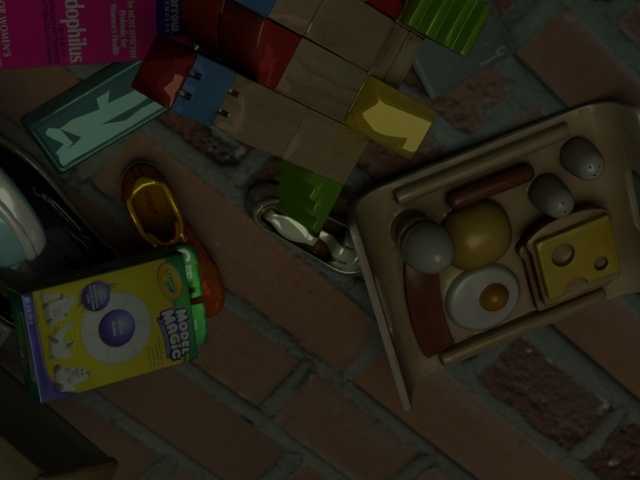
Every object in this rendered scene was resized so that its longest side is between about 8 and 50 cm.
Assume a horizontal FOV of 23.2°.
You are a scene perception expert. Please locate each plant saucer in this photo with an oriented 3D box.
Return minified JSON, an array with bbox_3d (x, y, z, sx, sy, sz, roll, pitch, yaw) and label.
[{"bbox_3d":[-0.176,-0.130,1.423,0.192,0.018,0.067,-31,117,4],"label":"plant saucer"}]

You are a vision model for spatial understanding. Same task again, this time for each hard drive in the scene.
[{"bbox_3d":[0.112,-0.209,1.436,0.094,0.022,0.135,-29,117,4],"label":"hard drive"}]

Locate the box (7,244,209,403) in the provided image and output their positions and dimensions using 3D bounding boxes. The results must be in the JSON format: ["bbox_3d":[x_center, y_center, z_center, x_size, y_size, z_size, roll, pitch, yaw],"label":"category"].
[{"bbox_3d":[-0.181,0.072,1.394,0.179,0.043,0.105,-16,107,-28],"label":"box"}]

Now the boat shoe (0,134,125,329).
[{"bbox_3d":[-0.277,0.013,1.417,0.127,0.113,0.340,-39,116,8],"label":"boat shoe"}]

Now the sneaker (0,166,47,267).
[{"bbox_3d":[-0.397,-0.041,1.273,0.319,0.127,0.208,41,75,-6],"label":"sneaker"}]

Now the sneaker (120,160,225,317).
[{"bbox_3d":[-0.142,0.009,1.467,0.064,0.067,0.175,-28,118,2],"label":"sneaker"}]

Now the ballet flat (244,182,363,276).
[{"bbox_3d":[0.000,0.000,1.496,0.168,0.052,0.057,24,107,-20],"label":"ballet flat"}]

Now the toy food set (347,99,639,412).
[{"bbox_3d":[0.190,0.018,1.506,0.306,0.092,0.219,-21,117,-7],"label":"toy food set"}]

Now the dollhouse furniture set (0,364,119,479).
[{"bbox_3d":[-0.362,0.302,1.409,0.174,0.303,0.355,36,105,21],"label":"dollhouse furniture set"}]

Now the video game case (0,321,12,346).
[{"bbox_3d":[-0.433,0.114,1.487,0.193,0.023,0.212,33,104,-22],"label":"video game case"}]

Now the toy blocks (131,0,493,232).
[{"bbox_3d":[-0.015,-0.219,1.256,0.261,0.191,0.381,21,100,-53],"label":"toy blocks"}]

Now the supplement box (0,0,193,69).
[{"bbox_3d":[-0.219,-0.221,1.305,0.220,0.114,0.111,-6,136,-9],"label":"supplement box"}]
